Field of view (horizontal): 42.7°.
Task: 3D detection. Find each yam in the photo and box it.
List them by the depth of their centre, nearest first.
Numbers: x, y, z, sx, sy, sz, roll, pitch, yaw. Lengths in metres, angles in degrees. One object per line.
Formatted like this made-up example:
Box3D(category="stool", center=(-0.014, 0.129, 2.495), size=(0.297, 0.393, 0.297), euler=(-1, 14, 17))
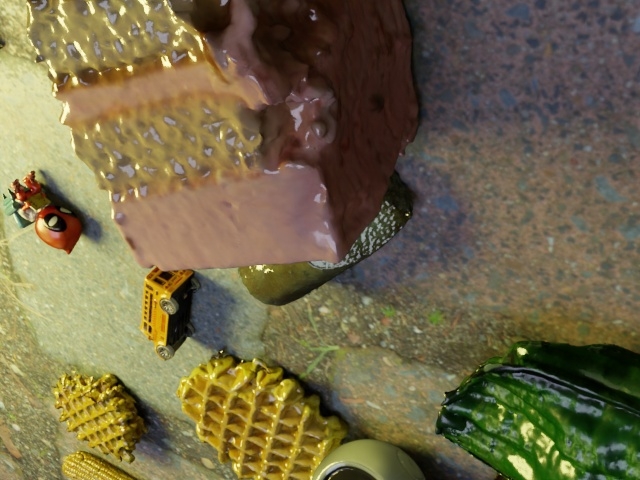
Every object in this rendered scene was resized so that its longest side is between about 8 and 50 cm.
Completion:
Box3D(category="yam", center=(0.000, 0.000, 1.045), size=(0.106, 0.106, 0.259), euler=(46, 135, -7))

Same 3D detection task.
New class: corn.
Box3D(category="corn", center=(-0.460, 0.508, 1.745), size=(0.207, 0.068, 0.068), euler=(22, 132, 13))

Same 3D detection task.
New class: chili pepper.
Box3D(category="chili pepper", center=(0.314, 0.214, 0.976), size=(0.385, 0.167, 0.213), euler=(9, 113, 41))

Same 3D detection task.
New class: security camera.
Box3D(category="security camera", center=(0.091, 0.412, 1.249), size=(0.236, 0.194, 0.194), euler=(48, 134, -1))

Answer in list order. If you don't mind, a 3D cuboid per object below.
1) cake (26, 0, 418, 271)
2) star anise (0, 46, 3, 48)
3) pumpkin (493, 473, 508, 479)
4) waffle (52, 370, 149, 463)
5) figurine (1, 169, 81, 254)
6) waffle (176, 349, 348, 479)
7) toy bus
Box3D(category="cake", center=(-0.075, -0.159, 0.825), size=(0.293, 0.314, 0.306), euler=(0, 122, 30))
Box3D(category="star anise", center=(-0.523, -0.297, 1.181), size=(0.141, 0.042, 0.141), euler=(16, 131, 19))
Box3D(category="pumpkin", center=(0.288, 0.428, 1.193), size=(0.119, 0.107, 0.183), euler=(17, 129, 28))
Box3D(category="waffle", center=(-0.427, 0.333, 1.591), size=(0.193, 0.070, 0.197), euler=(9, 125, 27))
Box3D(category="figurine", center=(-0.442, -0.037, 1.311), size=(0.140, 0.068, 0.075), euler=(50, 131, -8))
Box3D(category="waffle", center=(-0.097, 0.314, 1.373), size=(0.329, 0.062, 0.329), euler=(17, 131, 21))
Box3D(category="toy bus", center=(-0.244, 0.114, 1.304), size=(0.074, 0.069, 0.162), euler=(26, 132, 14))
